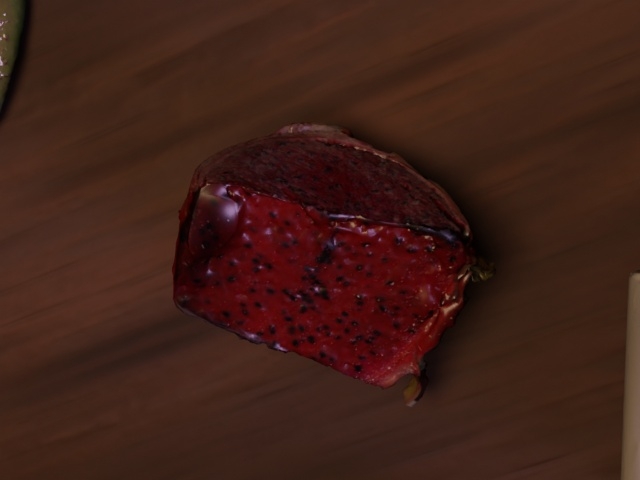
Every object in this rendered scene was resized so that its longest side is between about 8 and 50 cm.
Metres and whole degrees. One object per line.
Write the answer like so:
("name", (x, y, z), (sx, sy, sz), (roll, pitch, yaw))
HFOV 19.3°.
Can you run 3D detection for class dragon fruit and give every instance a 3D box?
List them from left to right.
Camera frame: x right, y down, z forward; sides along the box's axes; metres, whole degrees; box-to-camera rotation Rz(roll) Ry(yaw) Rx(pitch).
("dragon fruit", (0.000, 0.000, 0.900), (0.147, 0.096, 0.102), (20, 114, -11))

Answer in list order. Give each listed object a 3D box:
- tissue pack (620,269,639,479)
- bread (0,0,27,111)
("tissue pack", (0.256, 0.078, 0.756), (0.246, 0.159, 0.136), (2, 93, 23))
("bread", (-0.262, -0.128, 1.021), (0.228, 0.033, 0.228), (2, 95, 24))
